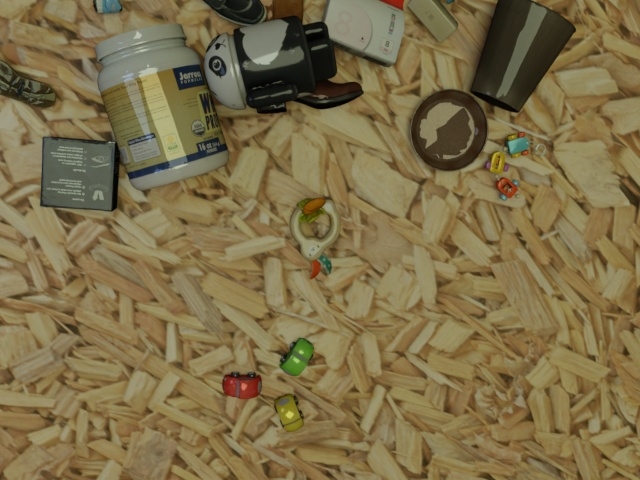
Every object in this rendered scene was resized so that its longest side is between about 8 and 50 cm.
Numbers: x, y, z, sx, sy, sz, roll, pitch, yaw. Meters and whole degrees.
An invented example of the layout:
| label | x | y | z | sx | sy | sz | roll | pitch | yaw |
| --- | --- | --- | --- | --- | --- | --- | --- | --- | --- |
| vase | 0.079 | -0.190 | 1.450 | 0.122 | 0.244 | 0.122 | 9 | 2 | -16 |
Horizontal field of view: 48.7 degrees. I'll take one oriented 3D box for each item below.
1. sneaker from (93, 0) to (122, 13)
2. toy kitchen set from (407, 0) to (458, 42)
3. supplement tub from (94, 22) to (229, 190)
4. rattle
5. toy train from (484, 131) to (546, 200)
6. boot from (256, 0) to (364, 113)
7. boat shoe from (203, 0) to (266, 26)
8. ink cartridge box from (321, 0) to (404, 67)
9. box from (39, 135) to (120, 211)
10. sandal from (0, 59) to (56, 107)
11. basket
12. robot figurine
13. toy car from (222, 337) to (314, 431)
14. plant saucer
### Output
| label | x | y | z | sx | sy | sz | roll | pitch | yaw |
| --- | --- | --- | --- | --- | --- | --- | --- | --- | --- |
| sneaker | -0.464 | -0.584 | 1.570 | 0.073 | 0.063 | 0.162 | 0 | 103 | -26 |
| toy kitchen set | 0.336 | -0.601 | 1.673 | 0.122 | 0.166 | 0.207 | 46 | 126 | -11 |
| supplement tub | -0.345 | -0.286 | 1.535 | 0.228 | 0.228 | 0.316 | -17 | 101 | -5 |
| rattle | 0.000 | 0.000 | 1.677 | 0.130 | 0.142 | 0.200 | 2 | 92 | -27 |
| toy train | 0.476 | -0.189 | 1.763 | 0.125 | 0.046 | 0.166 | 34 | 95 | -13 |
| boot | -0.040 | -0.446 | 1.645 | 0.264 | 0.096 | 0.281 | -6 | 92 | 0 |
| boat shoe | -0.226 | -0.552 | 1.567 | 0.233 | 0.079 | 0.084 | 34 | 97 | 0 |
| ink cartridge box | 0.109 | -0.539 | 1.621 | 0.189 | 0.066 | 0.233 | 16 | 89 | -18 |
| box | -0.539 | -0.150 | 1.595 | 0.155 | 0.093 | 0.158 | 4 | 97 | -9 |
| sandal | -0.678 | -0.350 | 1.573 | 0.180 | 0.049 | 0.072 | 23 | 100 | -25 |
| basket | 0.460 | -0.432 | 1.673 | 0.204 | 0.154 | 0.227 | 24 | 98 | -14 |
| robot figurine | -0.109 | -0.381 | 1.511 | 0.278 | 0.209 | 0.174 | -13 | 104 | 0 |
| toy car | -0.095 | 0.343 | 1.752 | 0.239 | 0.053 | 0.225 | 35 | 92 | -12 |
| plant saucer | 0.311 | -0.268 | 1.730 | 0.198 | 0.036 | 0.199 | -1 | 98 | -8 |
